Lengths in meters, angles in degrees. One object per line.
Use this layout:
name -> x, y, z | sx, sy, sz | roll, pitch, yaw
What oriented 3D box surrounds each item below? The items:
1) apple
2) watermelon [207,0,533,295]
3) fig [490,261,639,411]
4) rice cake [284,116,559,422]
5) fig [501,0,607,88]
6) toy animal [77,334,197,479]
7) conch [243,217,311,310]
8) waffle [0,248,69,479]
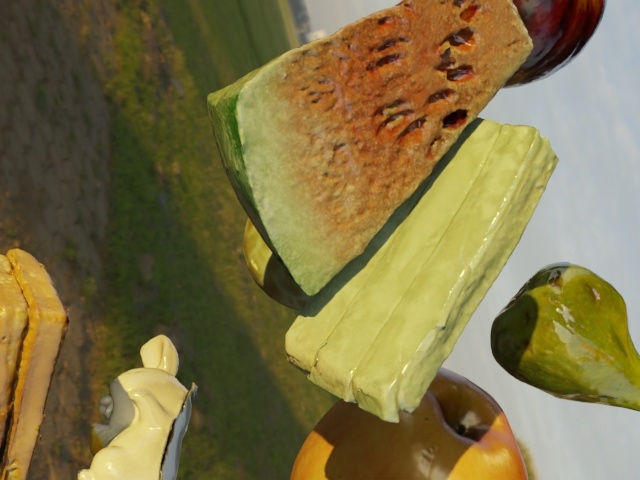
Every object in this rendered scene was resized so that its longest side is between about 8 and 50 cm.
apple -> 0.095, 0.242, 0.889 | 0.242, 0.242, 0.241 | -103, -150, -44
watermelon -> 0.040, -0.099, 0.572 | 0.094, 0.241, 0.154 | 42, -19, 41
fig -> 0.400, 0.171, 1.357 | 0.275, 0.206, 0.206 | 42, -2, 7
rice cake -> 0.062, 0.010, 0.588 | 0.124, 0.211, 0.038 | 23, -17, 51
fig -> 0.153, -0.193, 0.788 | 0.148, 0.202, 0.149 | 42, 0, 21
toy animal -> -0.284, 0.305, 1.455 | 0.325, 0.154, 0.208 | -70, 165, -66
conch -> -0.006, 0.008, 0.746 | 0.173, 0.116, 0.106 | 43, -42, 53
waffle -> -0.441, 0.195, 1.234 | 0.224, 0.098, 0.328 | 42, -62, 55
